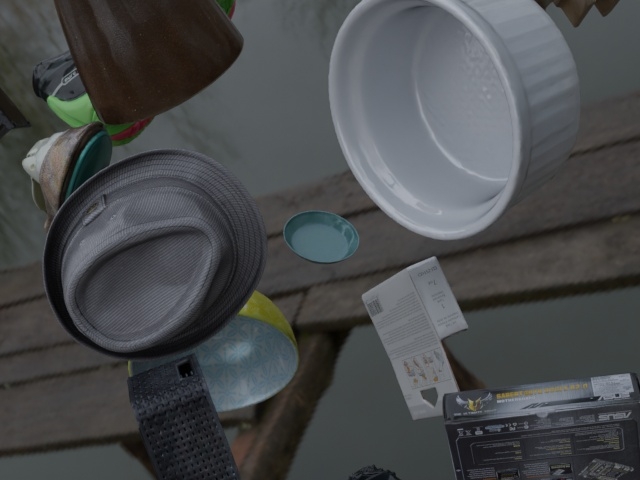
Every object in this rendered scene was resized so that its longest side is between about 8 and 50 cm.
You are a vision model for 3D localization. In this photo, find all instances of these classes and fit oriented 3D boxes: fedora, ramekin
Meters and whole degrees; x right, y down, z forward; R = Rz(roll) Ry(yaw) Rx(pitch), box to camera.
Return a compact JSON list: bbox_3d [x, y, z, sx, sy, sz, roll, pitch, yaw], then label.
[{"bbox_3d":[-0.194,0.030,1.281,0.275,0.243,0.124,-31,14,0],"label":"fedora"},{"bbox_3d":[0.149,-0.151,1.203,0.135,0.277,0.277,-25,16,-36],"label":"ramekin"}]

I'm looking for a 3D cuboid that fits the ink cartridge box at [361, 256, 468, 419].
[{"bbox_3d":[0.186,0.184,1.981,0.066,0.261,0.296,-21,-6,-17],"label":"ink cartridge box"}]

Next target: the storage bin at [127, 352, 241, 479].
[{"bbox_3d":[-0.145,0.231,1.229,0.084,0.180,0.122,-19,14,-8],"label":"storage bin"}]

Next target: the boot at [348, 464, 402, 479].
[{"bbox_3d":[0.024,0.346,1.317,0.207,0.094,0.246,-21,-2,-14],"label":"boot"}]

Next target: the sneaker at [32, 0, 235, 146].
[{"bbox_3d":[-0.276,-0.342,1.736,0.483,0.202,0.185,-55,-13,-46],"label":"sneaker"}]

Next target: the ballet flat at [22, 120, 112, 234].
[{"bbox_3d":[-0.347,-0.076,1.486,0.107,0.106,0.316,-54,-8,-30],"label":"ballet flat"}]

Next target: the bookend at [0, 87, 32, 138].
[{"bbox_3d":[-0.557,-0.186,1.679,0.156,0.157,0.072,-40,2,9],"label":"bookend"}]

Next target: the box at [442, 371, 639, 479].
[{"bbox_3d":[0.274,0.256,1.325,0.231,0.183,0.056,-9,32,11],"label":"box"}]

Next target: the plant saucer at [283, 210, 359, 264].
[{"bbox_3d":[0.000,0.000,1.716,0.119,0.021,0.119,7,42,-6],"label":"plant saucer"}]

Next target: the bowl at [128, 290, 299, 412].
[{"bbox_3d":[-0.184,0.154,1.892,0.289,0.289,0.156,-26,46,20],"label":"bowl"}]

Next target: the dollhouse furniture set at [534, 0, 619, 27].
[{"bbox_3d":[0.295,-0.484,1.588,0.362,0.256,0.394,-22,-17,-22],"label":"dollhouse furniture set"}]

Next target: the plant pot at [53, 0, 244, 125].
[{"bbox_3d":[-0.242,-0.299,1.373,0.215,0.230,0.215,-21,31,13],"label":"plant pot"}]
